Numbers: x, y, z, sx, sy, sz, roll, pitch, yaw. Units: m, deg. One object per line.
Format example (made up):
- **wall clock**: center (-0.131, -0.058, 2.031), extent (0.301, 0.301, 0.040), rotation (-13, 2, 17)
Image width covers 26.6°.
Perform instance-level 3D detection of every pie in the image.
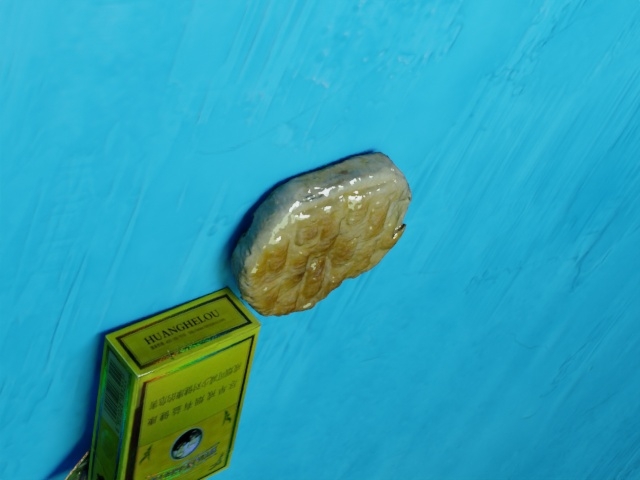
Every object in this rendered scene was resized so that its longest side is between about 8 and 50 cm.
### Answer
- **pie**: center (0.000, 0.000, 1.272), extent (0.195, 0.046, 0.195), rotation (-27, 147, -19)

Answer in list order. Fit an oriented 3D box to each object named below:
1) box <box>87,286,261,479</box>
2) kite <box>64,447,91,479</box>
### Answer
- **box**: center (-0.143, 0.160, 1.300), extent (0.141, 0.064, 0.220), rotation (-22, 144, -35)
- **kite**: center (-0.182, 0.195, 1.371), extent (0.241, 0.014, 0.183), rotation (-31, 147, -25)
